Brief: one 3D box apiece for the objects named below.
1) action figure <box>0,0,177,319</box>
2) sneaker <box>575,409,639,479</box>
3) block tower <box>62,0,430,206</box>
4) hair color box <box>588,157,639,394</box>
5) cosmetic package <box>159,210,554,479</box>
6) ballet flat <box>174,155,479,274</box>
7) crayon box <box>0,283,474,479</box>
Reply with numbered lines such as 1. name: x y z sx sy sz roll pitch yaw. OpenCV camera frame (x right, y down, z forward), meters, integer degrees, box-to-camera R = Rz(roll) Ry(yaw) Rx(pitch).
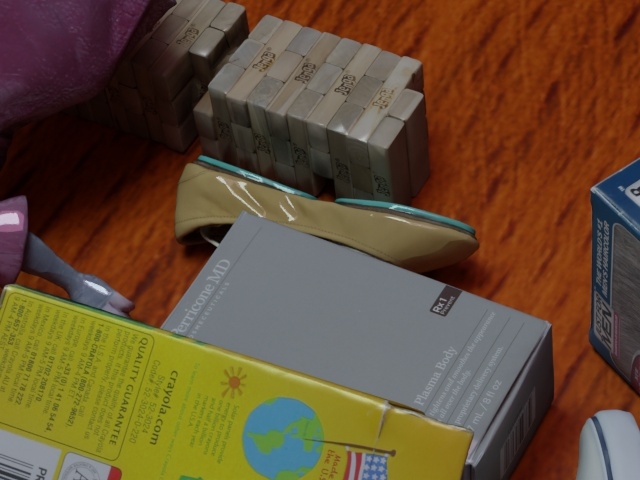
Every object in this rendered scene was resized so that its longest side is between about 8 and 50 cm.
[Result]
1. action figure: -0.260 -0.081 1.360 0.248 0.276 0.370 24 89 37
2. sneaker: 0.152 0.211 1.162 0.091 0.094 0.258 3 51 5
3. block tower: -0.073 -0.119 1.484 0.335 0.097 0.091 21 56 22
4. hair color box: 0.344 -0.035 1.291 0.347 0.174 0.105 -30 53 -16
5. cosmetic package: 0.023 0.085 1.286 0.238 0.107 0.127 20 58 20
6. ballet flat: 0.000 0.000 1.396 0.232 0.080 0.073 14 81 23
7. crayon box: -0.072 0.166 1.186 0.318 0.081 0.202 17 87 21
